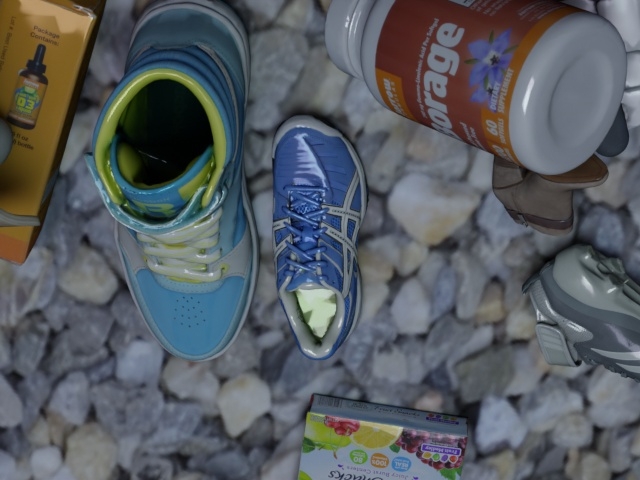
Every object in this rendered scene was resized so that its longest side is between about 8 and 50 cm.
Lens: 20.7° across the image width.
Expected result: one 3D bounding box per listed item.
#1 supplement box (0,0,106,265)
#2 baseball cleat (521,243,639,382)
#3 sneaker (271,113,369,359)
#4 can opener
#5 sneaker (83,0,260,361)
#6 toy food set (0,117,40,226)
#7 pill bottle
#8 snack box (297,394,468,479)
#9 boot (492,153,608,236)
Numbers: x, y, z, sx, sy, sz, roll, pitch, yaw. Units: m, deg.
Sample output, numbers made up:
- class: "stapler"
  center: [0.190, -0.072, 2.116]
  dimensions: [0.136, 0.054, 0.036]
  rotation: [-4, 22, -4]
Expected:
- class: "supplement box"
  center: [-0.241, -0.102, 1.425]
  dimensions: [0.078, 0.080, 0.233]
  rotation: [20, 116, -3]
- class: "baseball cleat"
  center: [0.256, 0.089, 1.465]
  dimensions: [0.206, 0.072, 0.109]
  rotation: [44, 125, -7]
- class: "sneaker"
  center: [0.000, 0.000, 1.439]
  dimensions: [0.080, 0.081, 0.211]
  rotation: [-5, 111, 10]
- class: "can opener"
  center: [0.203, -0.203, 1.320]
  dimensions: [0.076, 0.095, 0.283]
  rotation: [-11, 113, 10]
- class: "sneaker"
  center: [-0.119, -0.017, 1.376]
  dimensions: [0.127, 0.208, 0.319]
  rotation: [0, 114, 5]
- class: "toy food set"
  center: [-0.330, -0.153, 1.362]
  dimensions: [0.219, 0.092, 0.306]
  rotation: [-1, 103, 37]
- class: "pill bottle"
  center: [0.109, -0.136, 1.299]
  dimensions: [0.216, 0.121, 0.121]
  rotation: [26, 121, 40]
- class: "snack box"
  center: [0.053, 0.196, 1.540]
  dimensions: [0.141, 0.037, 0.100]
  rotation: [8, 115, 3]
- class: "boot"
  center: [0.187, -0.038, 1.397]
  dimensions: [0.118, 0.042, 0.087]
  rotation: [22, 148, 41]
